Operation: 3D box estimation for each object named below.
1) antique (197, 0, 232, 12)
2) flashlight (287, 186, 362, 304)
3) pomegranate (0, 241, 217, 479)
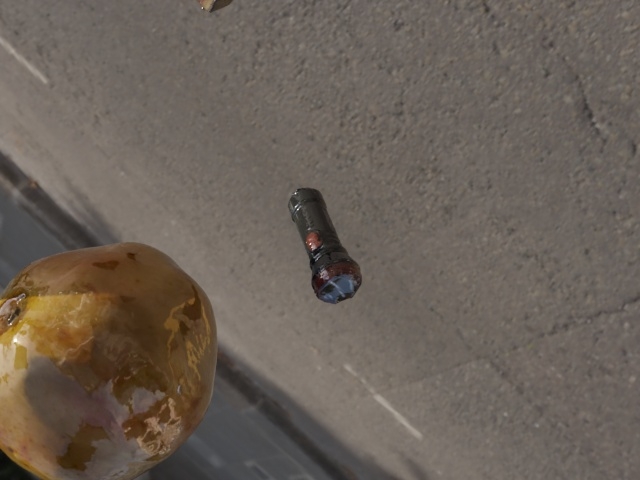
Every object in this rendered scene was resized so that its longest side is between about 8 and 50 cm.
[{"bbox_3d":[-0.196,-0.657,1.874,0.093,0.087,0.310,47,135,4],"label":"antique"},{"bbox_3d":[0.000,0.000,1.461,0.093,0.093,0.232,80,171,-50],"label":"flashlight"},{"bbox_3d":[-0.352,0.209,1.354,0.411,0.411,0.411,32,151,20],"label":"pomegranate"}]
